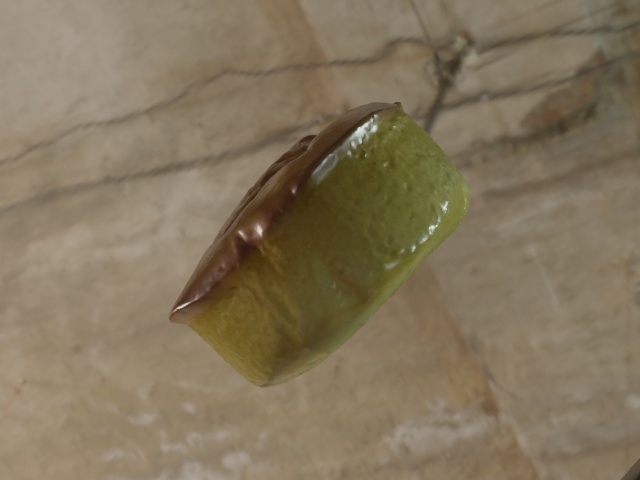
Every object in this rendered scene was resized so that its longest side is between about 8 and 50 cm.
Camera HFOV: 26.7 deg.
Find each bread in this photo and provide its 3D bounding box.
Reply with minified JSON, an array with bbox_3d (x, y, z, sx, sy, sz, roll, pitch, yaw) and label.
[{"bbox_3d":[0.000,0.000,1.113,0.270,0.148,0.270,-44,177,-2],"label":"bread"}]

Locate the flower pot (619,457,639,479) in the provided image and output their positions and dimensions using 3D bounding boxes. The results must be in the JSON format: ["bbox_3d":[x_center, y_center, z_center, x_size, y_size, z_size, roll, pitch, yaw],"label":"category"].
[{"bbox_3d":[0.276,0.167,0.635,0.251,0.379,0.379,-32,-161,41],"label":"flower pot"}]
